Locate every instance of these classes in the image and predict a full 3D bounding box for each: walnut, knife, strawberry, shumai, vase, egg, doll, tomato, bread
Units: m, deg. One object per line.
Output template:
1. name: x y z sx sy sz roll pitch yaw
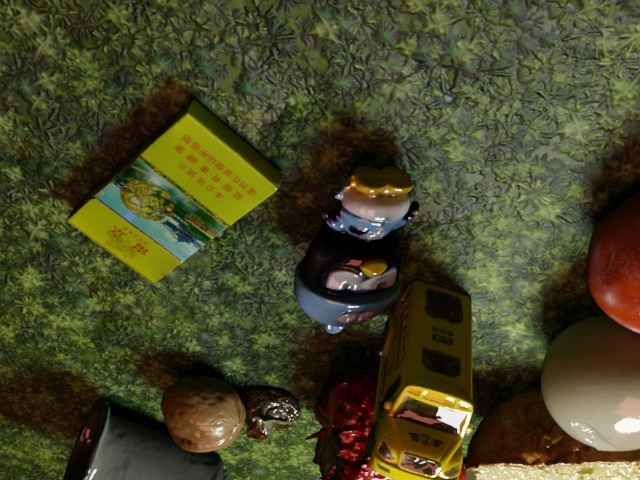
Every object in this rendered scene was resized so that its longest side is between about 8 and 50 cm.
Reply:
1. walnut: -0.227 0.335 1.713 0.166 0.149 0.166 17 159 7
2. knife: 0.000 0.000 1.452 0.096 0.010 0.027 -30 121 32
3. strawberry: 0.115 0.362 1.612 0.257 0.261 0.261 1 135 -16
4. shumai: -0.103 0.350 1.742 0.123 0.087 0.099 2 131 8
5. vase: -0.365 0.493 1.834 0.291 0.245 0.245 25 132 -18
6. egg: 0.470 0.225 1.414 0.219 0.219 0.269 28 149 -15
7. doll: 0.055 0.028 1.376 0.177 0.141 0.314 -2 131 -22
8. tomato: 0.495 0.043 1.270 0.231 0.189 0.232 7 132 8
9. bread: 0.434 0.369 1.590 0.339 0.179 0.194 -5 133 12

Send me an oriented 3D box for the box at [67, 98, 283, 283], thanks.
1. box: -0.238 -0.067 1.415 0.187 0.047 0.335 39 129 -23

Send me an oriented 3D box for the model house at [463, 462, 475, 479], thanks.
1. model house: 0.259 0.560 1.808 0.244 0.169 0.326 22 133 -6

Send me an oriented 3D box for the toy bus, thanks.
1. toy bus: 0.169 0.224 1.406 0.144 0.330 0.152 18 130 -5
